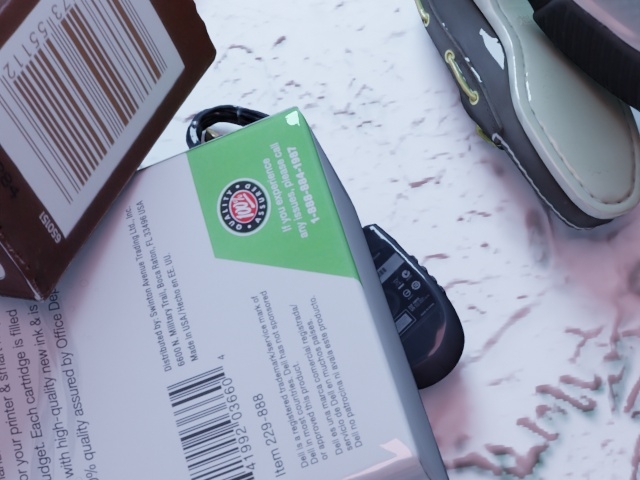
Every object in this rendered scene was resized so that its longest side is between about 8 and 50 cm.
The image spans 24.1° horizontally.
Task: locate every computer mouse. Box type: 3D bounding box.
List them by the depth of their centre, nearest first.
[{"bbox_3d":[0.000,0.000,0.890,0.071,0.041,0.242,-42,60,2],"label":"computer mouse"}]

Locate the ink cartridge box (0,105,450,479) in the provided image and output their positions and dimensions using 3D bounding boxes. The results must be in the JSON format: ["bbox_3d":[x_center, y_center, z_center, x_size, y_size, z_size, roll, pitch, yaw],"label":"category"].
[{"bbox_3d":[-0.101,0.090,0.783,0.289,0.121,0.211,-21,62,6],"label":"ink cartridge box"}]

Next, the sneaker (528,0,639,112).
[{"bbox_3d":[0.339,-0.101,0.823,0.257,0.169,0.447,-35,74,-23],"label":"sneaker"}]

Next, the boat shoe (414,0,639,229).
[{"bbox_3d":[0.121,-0.097,0.905,0.081,0.068,0.227,-3,59,-32],"label":"boat shoe"}]

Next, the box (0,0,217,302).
[{"bbox_3d":[-0.271,-0.096,0.828,0.381,0.143,0.191,4,49,34],"label":"box"}]
